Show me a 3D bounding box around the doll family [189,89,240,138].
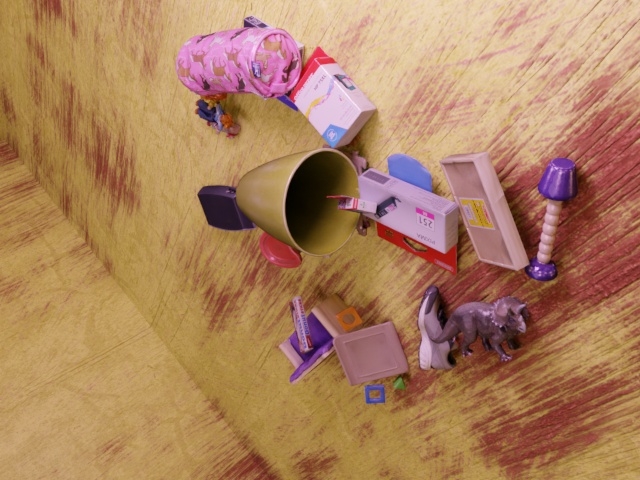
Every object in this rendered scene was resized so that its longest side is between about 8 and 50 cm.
[{"bbox_3d":[-0.330,-0.419,1.897,0.163,0.118,0.262,27,135,34],"label":"doll family"}]

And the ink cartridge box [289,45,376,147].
[{"bbox_3d":[0.015,-0.364,1.544,0.231,0.078,0.134,50,129,12],"label":"ink cartridge box"}]

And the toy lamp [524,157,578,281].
[{"bbox_3d":[0.479,-0.042,1.274,0.080,0.080,0.274,28,135,34],"label":"toy lamp"}]

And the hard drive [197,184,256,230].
[{"bbox_3d":[-0.346,-0.112,2.209,0.255,0.054,0.171,9,123,46],"label":"hard drive"}]

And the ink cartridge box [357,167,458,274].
[{"bbox_3d":[0.222,-0.037,1.564,0.275,0.060,0.238,28,143,36],"label":"ink cartridge box"}]

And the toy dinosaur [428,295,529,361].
[{"bbox_3d":[0.411,0.212,1.536,0.314,0.121,0.160,-4,103,52],"label":"toy dinosaur"}]

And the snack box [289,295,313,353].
[{"bbox_3d":[-0.064,0.275,1.990,0.064,0.022,0.178,-46,53,55],"label":"snack box"}]

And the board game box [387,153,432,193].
[{"bbox_3d":[0.232,-0.149,1.520,0.133,0.033,0.168,25,143,38],"label":"board game box"}]

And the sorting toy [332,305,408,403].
[{"bbox_3d":[0.157,0.348,1.908,0.196,0.047,0.347,-18,107,9],"label":"sorting toy"}]

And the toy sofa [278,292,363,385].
[{"bbox_3d":[-0.026,0.342,2.080,0.150,0.177,0.362,51,145,10],"label":"toy sofa"}]

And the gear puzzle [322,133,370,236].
[{"bbox_3d":[0.073,-0.185,1.678,0.176,0.044,0.338,26,132,38],"label":"gear puzzle"}]

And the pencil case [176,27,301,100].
[{"bbox_3d":[-0.227,-0.469,1.629,0.386,0.167,0.160,16,151,45],"label":"pencil case"}]

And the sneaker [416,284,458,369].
[{"bbox_3d":[0.324,0.240,1.676,0.108,0.100,0.271,4,120,23],"label":"sneaker"}]

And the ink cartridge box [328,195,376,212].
[{"bbox_3d":[0.078,-0.090,1.543,0.063,0.115,0.029,2,85,55],"label":"ink cartridge box"}]

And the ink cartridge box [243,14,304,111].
[{"bbox_3d":[-0.137,-0.481,1.688,0.206,0.045,0.208,37,142,25],"label":"ink cartridge box"}]

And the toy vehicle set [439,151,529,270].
[{"bbox_3d":[0.363,-0.067,1.368,0.266,0.035,0.166,66,169,-12],"label":"toy vehicle set"}]

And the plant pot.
[{"bbox_3d":[-0.087,-0.115,1.643,0.294,0.275,0.274,12,126,46],"label":"plant pot"}]

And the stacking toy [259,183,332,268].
[{"bbox_3d":[-0.081,-0.078,1.894,0.280,0.130,0.308,-2,117,33],"label":"stacking toy"}]
